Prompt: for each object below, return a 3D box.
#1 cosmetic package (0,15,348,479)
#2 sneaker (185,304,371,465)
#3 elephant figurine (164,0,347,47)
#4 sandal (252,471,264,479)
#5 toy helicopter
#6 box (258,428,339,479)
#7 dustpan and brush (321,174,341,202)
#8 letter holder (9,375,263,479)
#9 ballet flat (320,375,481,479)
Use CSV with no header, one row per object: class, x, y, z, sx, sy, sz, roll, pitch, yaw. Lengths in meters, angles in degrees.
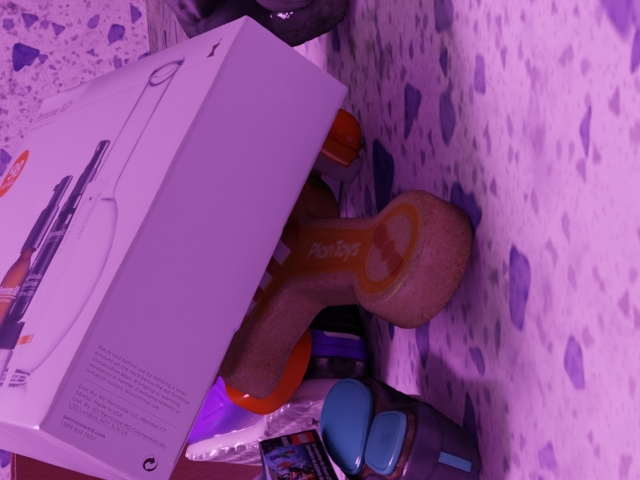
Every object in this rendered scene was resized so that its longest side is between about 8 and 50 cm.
cosmetic package,-0.164,0.012,0.931,0.377,0.097,0.284,-6,54,58
sneaker,-0.036,0.115,1.164,0.293,0.102,0.146,-36,50,56
elephant figurine,-0.050,-0.281,1.078,0.169,0.186,0.239,31,-127,-48
sandal,-0.012,0.312,1.228,0.054,0.097,0.254,-130,25,-52
toy helicopter,0.000,0.000,0.912,0.355,0.140,0.235,-3,61,62
box,0.008,0.267,0.873,0.159,0.044,0.233,-121,22,-67
dustpan and brush,-0.031,-0.019,1.161,0.060,0.147,0.211,52,178,37
letter holder,-0.166,0.156,1.335,0.152,0.301,0.214,-108,22,-50
ballet flat,0.053,0.131,0.840,0.203,0.074,0.074,177,89,-77
